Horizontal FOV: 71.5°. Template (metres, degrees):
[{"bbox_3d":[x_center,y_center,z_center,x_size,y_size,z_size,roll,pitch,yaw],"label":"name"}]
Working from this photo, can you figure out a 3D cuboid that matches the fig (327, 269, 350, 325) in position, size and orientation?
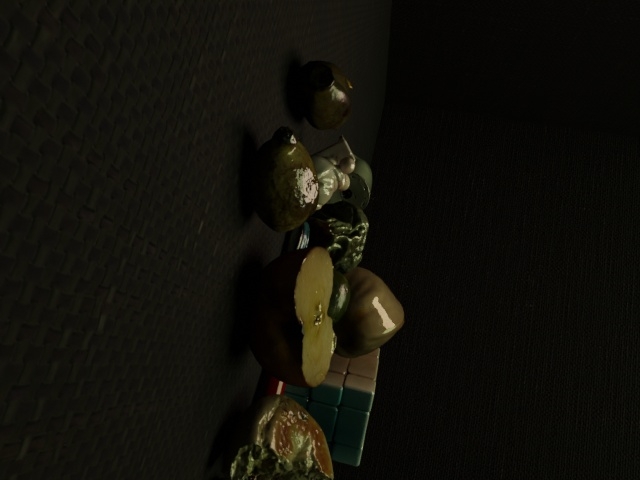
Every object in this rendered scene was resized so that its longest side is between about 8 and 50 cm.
[{"bbox_3d":[-0.023,0.190,1.265,0.195,0.196,0.244,-13,122,-80],"label":"fig"}]

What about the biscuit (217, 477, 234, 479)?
[{"bbox_3d":[-0.215,0.616,0.866,0.213,0.091,0.273,91,15,-57],"label":"biscuit"}]

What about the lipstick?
[{"bbox_3d":[-0.152,0.471,1.155,0.073,0.073,0.279,85,18,-61],"label":"lipstick"}]

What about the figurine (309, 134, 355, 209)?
[{"bbox_3d":[-0.003,-0.154,1.050,0.256,0.182,0.144,-56,141,-63],"label":"figurine"}]

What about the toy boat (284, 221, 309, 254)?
[{"bbox_3d":[-0.059,0.006,1.182,0.061,0.060,0.137,43,50,-57],"label":"toy boat"}]

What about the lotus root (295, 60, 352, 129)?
[{"bbox_3d":[0.007,-0.322,1.003,0.241,0.123,0.123,6,66,-78],"label":"lotus root"}]

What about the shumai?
[{"bbox_3d":[0.000,0.000,1.346,0.225,0.222,0.260,65,-36,27],"label":"shumai"}]

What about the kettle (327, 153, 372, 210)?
[{"bbox_3d":[0.107,-0.240,1.670,0.255,0.165,0.240,-64,134,-61],"label":"kettle"}]

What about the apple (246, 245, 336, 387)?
[{"bbox_3d":[-0.074,0.159,0.950,0.251,0.164,0.292,-11,99,-70],"label":"apple"}]

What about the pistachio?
[{"bbox_3d":[0.094,0.231,1.529,0.445,0.366,0.280,-143,-126,-70],"label":"pistachio"}]

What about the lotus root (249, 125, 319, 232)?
[{"bbox_3d":[-0.065,-0.111,0.797,0.138,0.139,0.213,-69,166,-47],"label":"lotus root"}]

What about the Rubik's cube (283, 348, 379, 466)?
[{"bbox_3d":[0.032,0.565,1.637,0.319,0.317,0.321,-53,154,-70],"label":"Rubik's cube"}]

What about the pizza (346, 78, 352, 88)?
[{"bbox_3d":[0.053,-0.426,1.369,0.271,0.056,0.134,-63,154,-58],"label":"pizza"}]

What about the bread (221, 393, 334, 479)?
[{"bbox_3d":[-0.107,0.461,1.026,0.314,0.171,0.191,40,29,-45],"label":"bread"}]
